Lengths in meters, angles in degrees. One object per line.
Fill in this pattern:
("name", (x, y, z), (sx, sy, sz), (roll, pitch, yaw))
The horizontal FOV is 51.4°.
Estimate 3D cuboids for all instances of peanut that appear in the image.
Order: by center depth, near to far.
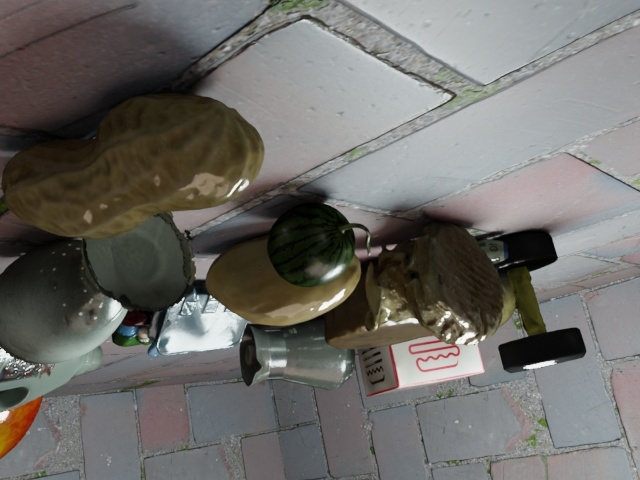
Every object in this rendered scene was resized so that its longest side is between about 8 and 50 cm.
("peanut", (-0.206, -0.076, 0.703), (0.299, 0.120, 0.136), (-15, 121, 17))

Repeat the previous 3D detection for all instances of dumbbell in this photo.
("dumbbell", (0.519, 0.155, 1.663), (0.204, 0.322, 0.203), (-11, 165, -3))

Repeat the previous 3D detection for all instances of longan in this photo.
("longan", (0.468, 0.176, 1.954), (0.220, 0.196, 0.197), (-26, 160, 22))

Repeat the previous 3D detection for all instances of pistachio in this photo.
("pistachio", (-0.070, 0.070, 1.258), (0.293, 0.181, 0.162), (-9, -158, 2))

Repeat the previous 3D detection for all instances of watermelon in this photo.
("watermelon", (0.000, 0.000, 1.090), (0.187, 0.140, 0.141), (-26, 159, 35))

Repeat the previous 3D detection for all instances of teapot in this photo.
("teapot", (-0.088, 0.370, 2.234), (0.344, 0.253, 0.300), (3, -168, -22))

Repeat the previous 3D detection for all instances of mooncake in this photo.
("mooncake", (0.161, 0.163, 1.701), (0.324, 0.187, 0.324), (-9, 163, -3))

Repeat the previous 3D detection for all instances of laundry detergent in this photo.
("laundry detergent", (-0.566, 0.215, 1.232), (0.125, 0.263, 0.398), (23, 175, 24))

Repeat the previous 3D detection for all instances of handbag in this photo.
("handbag", (-0.268, 0.167, 1.510), (0.229, 0.062, 0.179), (-1, 121, -42))

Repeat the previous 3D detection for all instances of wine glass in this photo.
("wine glass", (-0.354, 0.070, 0.992), (0.191, 0.190, 0.357), (4, 159, -44))

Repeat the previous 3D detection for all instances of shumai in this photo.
("shumai", (0.229, 0.120, 1.430), (0.262, 0.266, 0.314), (-26, 153, 37))

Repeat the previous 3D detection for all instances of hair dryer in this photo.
("hair dryer", (0.346, 0.079, 1.570), (0.167, 0.199, 0.067), (6, 147, 27))

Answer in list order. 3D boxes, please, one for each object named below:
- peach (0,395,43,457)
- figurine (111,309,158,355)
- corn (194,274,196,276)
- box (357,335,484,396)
("peach", (-0.766, 0.321, 1.373), (0.370, 0.369, 0.370), (-10, 165, -3))
("figurine", (-0.365, 0.188, 1.570), (0.234, 0.127, 0.185), (6, 143, -23))
("corn", (-0.281, 0.077, 1.357), (0.037, 0.037, 0.092), (-2, 160, -31))
("box", (0.295, 0.319, 2.133), (0.313, 0.299, 0.314), (-6, 164, -18))
